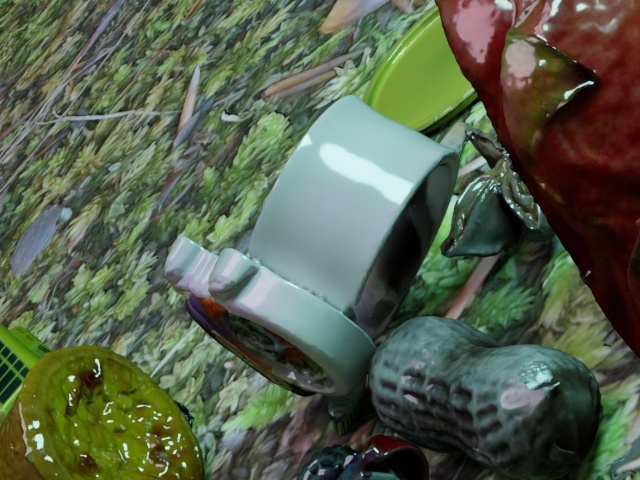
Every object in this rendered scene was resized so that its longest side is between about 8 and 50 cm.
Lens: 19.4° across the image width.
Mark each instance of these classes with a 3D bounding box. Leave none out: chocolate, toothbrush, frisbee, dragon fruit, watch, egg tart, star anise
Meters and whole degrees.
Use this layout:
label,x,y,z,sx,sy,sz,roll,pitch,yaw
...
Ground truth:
label,x,y,z,sx,sy,sz,roll,pitch,yaw
chocolate,0.119,0.116,1.405,0.248,0.110,0.110,9,59,56
toothbrush,0.075,0.021,1.709,0.028,0.037,0.375,12,52,16
frisbee,0.131,-0.189,1.950,0.236,0.017,0.236,-38,26,22
dragon fruit,0.275,-0.117,1.335,0.329,0.286,0.228,-28,26,20
watch,0.000,0.000,1.571,0.231,0.196,0.244,-60,-13,-15
egg tart,-0.225,0.215,1.726,0.147,0.202,0.202,-43,23,32
star anise,0.190,-0.063,1.619,0.172,0.063,0.208,-28,27,28

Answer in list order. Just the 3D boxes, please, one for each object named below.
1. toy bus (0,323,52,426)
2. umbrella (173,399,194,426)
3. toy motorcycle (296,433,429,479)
label,x,y,z,sx,sy,sz,roll,pitch,yaw
toy bus,-0.333,0.181,2.020,0.150,0.128,0.262,-50,26,-7
umbrella,-0.181,0.187,1.869,0.144,0.040,0.037,-20,48,48
toy motorcycle,0.036,0.232,1.404,0.122,0.082,0.213,-38,38,30
